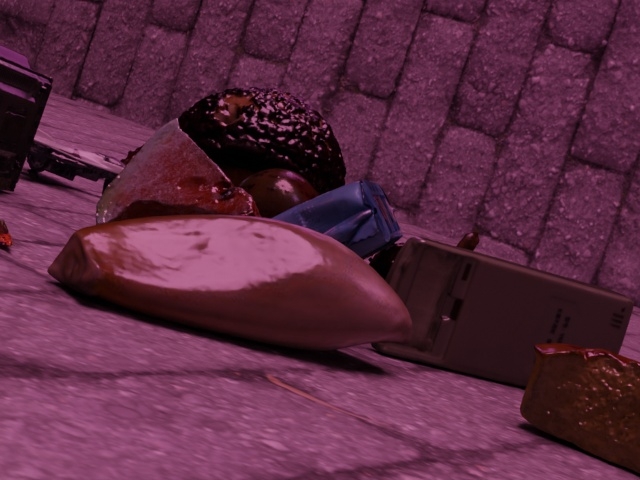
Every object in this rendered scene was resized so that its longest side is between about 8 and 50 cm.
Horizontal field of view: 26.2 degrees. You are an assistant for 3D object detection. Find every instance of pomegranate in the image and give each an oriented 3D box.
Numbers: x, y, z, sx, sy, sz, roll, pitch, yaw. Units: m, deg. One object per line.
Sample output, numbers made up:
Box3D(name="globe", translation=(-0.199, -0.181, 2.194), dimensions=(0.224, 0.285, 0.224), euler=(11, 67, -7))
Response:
Box3D(name="pomegranate", translation=(-0.057, -0.020, 1.589), dimensions=(0.130, 0.130, 0.130), euler=(18, 5, -2))

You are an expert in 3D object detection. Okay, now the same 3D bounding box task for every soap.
Box3D(name="soap", translation=(0.000, 0.000, 1.392), dimensions=(0.156, 0.077, 0.293), euler=(-26, -2, 8))

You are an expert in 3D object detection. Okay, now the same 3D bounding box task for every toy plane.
Box3D(name="toy plane", translation=(-0.339, -0.104, 1.796), dimensions=(0.234, 0.082, 0.160), euler=(32, -7, -9))

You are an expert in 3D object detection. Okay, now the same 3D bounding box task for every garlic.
Box3D(name="garlic", translation=(-0.071, 0.034, 1.164), dimensions=(0.318, 0.112, 0.143), euler=(4, 14, -25))

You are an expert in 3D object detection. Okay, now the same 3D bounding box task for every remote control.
Box3D(name="remote control", translation=(0.181, 0.080, 1.361), dimensions=(0.285, 0.123, 0.038), euler=(13, 8, -28))

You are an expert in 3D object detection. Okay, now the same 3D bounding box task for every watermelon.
Box3D(name="watermelon", translation=(-0.112, -0.044, 1.279), dimensions=(0.158, 0.121, 0.098), euler=(-4, -36, 20))

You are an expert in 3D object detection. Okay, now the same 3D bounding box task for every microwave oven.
Box3D(name="microwave oven", translation=(-0.391, -0.142, 1.472), dimensions=(0.129, 0.163, 0.205), euler=(22, 3, 14))

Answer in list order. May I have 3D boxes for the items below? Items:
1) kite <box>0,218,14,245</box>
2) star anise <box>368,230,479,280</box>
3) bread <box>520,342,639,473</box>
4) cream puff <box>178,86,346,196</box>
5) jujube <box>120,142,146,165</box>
Box3D(name="kite", translation=(-0.332, -0.024, 1.275), dimensions=(0.222, 0.008, 0.125), euler=(21, 5, 25))
Box3D(name="star anise", translation=(0.140, 0.049, 1.518), dimensions=(0.190, 0.125, 0.220), euler=(-5, 21, -45))
Box3D(name="bread", translation=(0.251, 0.138, 1.169), dimensions=(0.156, 0.086, 0.125), euler=(21, 4, 18))
Box3D(name="cream puff", translation=(-0.085, -0.098, 1.734), dimensions=(0.239, 0.164, 0.239), euler=(8, -32, 5))
Box3D(name="jujube", translation=(-0.228, -0.099, 1.996), dimensions=(0.104, 0.104, 0.166), euler=(20, 18, 12))
